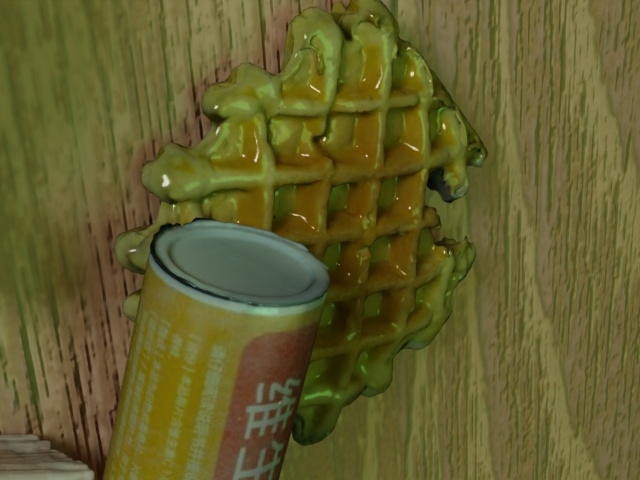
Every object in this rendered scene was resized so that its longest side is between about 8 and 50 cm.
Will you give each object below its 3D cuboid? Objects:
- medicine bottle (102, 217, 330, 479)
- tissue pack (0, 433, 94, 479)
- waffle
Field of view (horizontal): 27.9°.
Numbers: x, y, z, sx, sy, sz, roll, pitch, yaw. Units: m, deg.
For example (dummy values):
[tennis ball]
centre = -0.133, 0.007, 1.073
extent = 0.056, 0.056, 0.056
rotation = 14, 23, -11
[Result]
[medicine bottle]
centre = -0.089, 0.199, 0.705
extent = 0.108, 0.108, 0.426
rotation = -8, 121, -41
[tissue pack]
centre = -0.269, 0.172, 0.578
extent = 0.325, 0.071, 0.170
rotation = 8, 102, -46
[waffle]
centre = 0.002, 0.001, 0.762
extent = 0.250, 0.056, 0.261
rotation = -52, 137, -10
